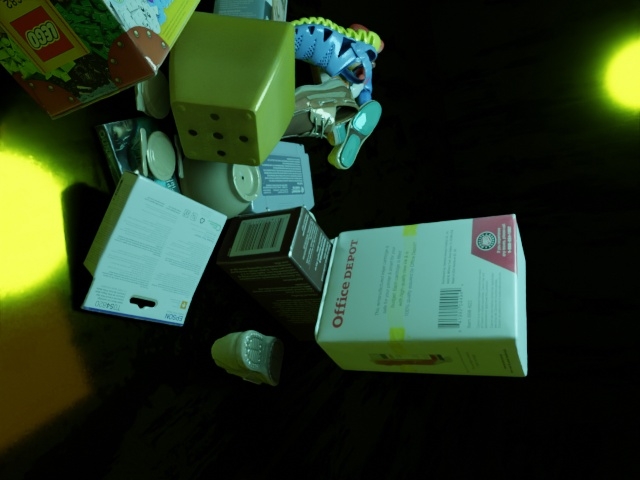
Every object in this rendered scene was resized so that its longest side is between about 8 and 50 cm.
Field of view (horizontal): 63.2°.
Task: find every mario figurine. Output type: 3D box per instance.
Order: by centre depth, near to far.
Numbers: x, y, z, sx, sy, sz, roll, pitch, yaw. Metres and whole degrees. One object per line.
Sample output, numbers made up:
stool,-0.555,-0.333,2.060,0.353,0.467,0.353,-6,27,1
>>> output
mario figurine,0.102,-0.532,1.689,0.170,0.198,0.321,-8,103,-33

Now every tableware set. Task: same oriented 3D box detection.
tableware set,-0.293,-0.200,0.902,0.128,0.039,0.194,-17,106,-73

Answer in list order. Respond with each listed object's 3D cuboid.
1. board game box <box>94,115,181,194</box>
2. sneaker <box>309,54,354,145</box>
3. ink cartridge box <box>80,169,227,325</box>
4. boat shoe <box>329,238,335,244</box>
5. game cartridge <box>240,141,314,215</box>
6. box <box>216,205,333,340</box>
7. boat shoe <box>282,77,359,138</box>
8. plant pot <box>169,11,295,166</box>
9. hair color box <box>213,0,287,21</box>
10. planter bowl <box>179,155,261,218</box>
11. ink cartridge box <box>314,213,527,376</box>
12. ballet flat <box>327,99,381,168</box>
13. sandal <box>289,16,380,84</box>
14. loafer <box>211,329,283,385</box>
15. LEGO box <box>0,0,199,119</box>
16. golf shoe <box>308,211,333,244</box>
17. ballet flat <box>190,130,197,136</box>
board game box,-0.311,-0.120,0.917,0.126,0.026,0.186,-40,119,-58
sneaker,0.053,-0.436,1.531,0.108,0.121,0.302,-170,-111,-73
ink cartridge box,-0.283,0.023,0.890,0.223,0.045,0.224,30,81,-57
boat shoe,0.064,0.107,1.522,0.080,0.076,0.229,22,65,-59
game cartridge,-0.110,-0.144,1.273,0.294,0.060,0.196,-11,91,-62
box,-0.043,0.093,1.203,0.381,0.191,0.143,55,40,-43
boat shoe,-0.012,-0.325,1.336,0.116,0.123,0.324,46,52,10
plant pot,-0.163,-0.255,0.939,0.212,0.212,0.187,94,3,-58
hair color box,-0.150,-0.483,1.145,0.185,0.113,0.375,67,24,-72
planter bowl,-0.190,-0.120,1.057,0.162,0.109,0.162,18,69,-59
ink cartridge box,0.212,0.116,1.071,0.160,0.384,0.279,56,38,-45
ballet flat,0.100,-0.328,1.608,0.248,0.086,0.086,-58,140,-14
sandal,0.029,-0.508,1.412,0.317,0.126,0.138,0,79,-23
loafer,-0.146,0.241,1.092,0.268,0.092,0.102,64,32,-62
LEGO box,-0.329,-0.477,0.704,0.500,0.193,0.372,-82,150,-41
golf shoe,0.000,0.000,1.406,0.069,0.086,0.176,-47,128,-51
ballet flat,-0.249,-0.212,1.050,0.114,0.041,0.041,-45,123,-56
